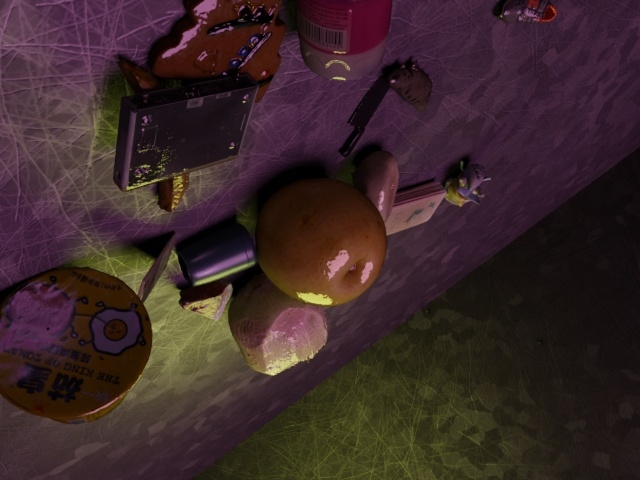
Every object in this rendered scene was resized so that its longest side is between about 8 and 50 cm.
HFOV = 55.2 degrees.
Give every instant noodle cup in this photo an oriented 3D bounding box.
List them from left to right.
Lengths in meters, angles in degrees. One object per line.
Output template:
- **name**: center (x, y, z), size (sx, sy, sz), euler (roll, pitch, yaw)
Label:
- **instant noodle cup**: center (-0.537, 0.255, 1.349), size (0.325, 0.326, 0.254), euler (-25, 161, -26)

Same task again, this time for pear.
- **pear**: center (0.000, 0.000, 1.598), size (0.348, 0.348, 0.348), euler (-30, 154, -16)

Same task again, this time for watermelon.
- **watermelon**: center (-0.334, 0.169, 1.710), size (0.158, 0.098, 0.121), euler (-26, 139, -34)

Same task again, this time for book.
- **book**: center (-0.387, 0.075, 1.434), size (0.182, 0.014, 0.127), euler (-71, -172, -50)

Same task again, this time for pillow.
- **pillow**: center (0.238, -0.397, 1.551), size (0.093, 0.051, 0.241), euler (-53, 152, 13)

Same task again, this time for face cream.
- **face cream**: center (0.041, -0.416, 1.106), size (0.175, 0.175, 0.195), euler (-30, 155, -16)

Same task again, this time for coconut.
- **coconut**: center (-0.138, 0.236, 1.863), size (0.297, 0.297, 0.255), euler (-25, 124, -25)

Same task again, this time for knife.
- **knife**: center (0.105, -0.314, 1.562), size (0.072, 0.019, 0.245), euler (-5, 137, -47)

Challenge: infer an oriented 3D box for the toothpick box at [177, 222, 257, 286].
- **toothpick box**: center (-0.264, 0.039, 1.548), size (0.184, 0.120, 0.120), euler (-23, 152, -22)

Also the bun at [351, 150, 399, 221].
- **bun**: center (0.146, -0.150, 1.742), size (0.222, 0.127, 0.222), euler (13, 90, -77)

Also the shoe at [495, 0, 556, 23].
- **shoe**: center (0.538, -0.595, 1.583), size (0.194, 0.077, 0.074), euler (-22, 151, -33)

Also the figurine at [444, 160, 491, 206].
- **figurine**: center (0.513, -0.192, 2.163), size (0.184, 0.128, 0.208), euler (-55, -173, 32)

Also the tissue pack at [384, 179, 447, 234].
- **tissue pack**: center (0.274, -0.099, 2.086), size (0.325, 0.071, 0.170), euler (-18, 150, -35)

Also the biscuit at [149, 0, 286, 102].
- **biscuit**: center (-0.154, -0.344, 1.123), size (0.278, 0.043, 0.301), euler (-38, 155, 1)

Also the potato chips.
- **potato chips**: center (-0.300, -0.191, 1.172), size (0.080, 0.057, 0.407), euler (-35, 156, -23)

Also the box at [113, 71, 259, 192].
- **box**: center (-0.241, -0.201, 1.117), size (0.270, 0.045, 0.211), euler (-24, 151, -41)
